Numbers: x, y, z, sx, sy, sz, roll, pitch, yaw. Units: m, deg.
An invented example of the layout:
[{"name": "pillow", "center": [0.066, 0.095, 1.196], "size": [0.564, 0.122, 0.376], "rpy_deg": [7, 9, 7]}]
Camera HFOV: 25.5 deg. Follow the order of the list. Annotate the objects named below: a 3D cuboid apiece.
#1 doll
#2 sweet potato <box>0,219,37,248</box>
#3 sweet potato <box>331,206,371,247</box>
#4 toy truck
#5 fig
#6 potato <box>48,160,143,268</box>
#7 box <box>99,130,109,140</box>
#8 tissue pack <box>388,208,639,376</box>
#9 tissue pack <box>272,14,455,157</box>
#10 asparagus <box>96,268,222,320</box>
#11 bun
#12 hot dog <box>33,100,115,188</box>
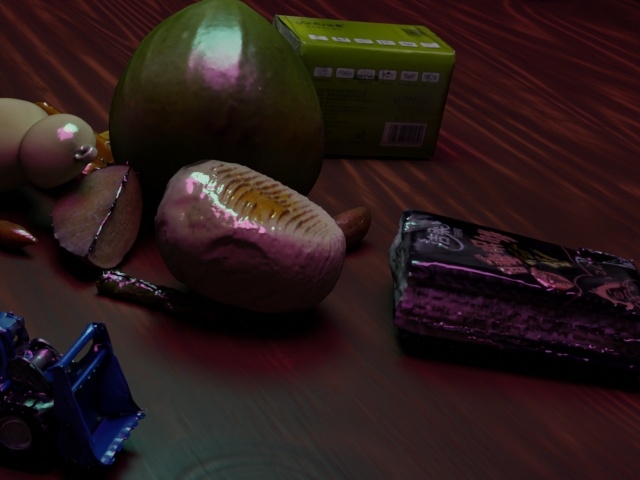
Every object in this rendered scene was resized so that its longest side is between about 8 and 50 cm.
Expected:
[{"name": "doll", "center": [-0.389, -0.118, 1.883], "size": [0.296, 0.117, 0.141], "rpy_deg": [15, 57, 41]}, {"name": "sweet potato", "center": [-0.396, -0.008, 1.782], "size": [0.095, 0.034, 0.034], "rpy_deg": [12, 20, 34]}, {"name": "sweet potato", "center": [0.000, 0.000, 1.905], "size": [0.050, 0.050, 0.214], "rpy_deg": [24, 32, 33]}, {"name": "toy truck", "center": [-0.276, 0.137, 1.346], "size": [0.208, 0.126, 0.113], "rpy_deg": [13, 22, 6]}, {"name": "fig", "center": [-0.136, -0.182, 1.909], "size": [0.316, 0.316, 0.316], "rpy_deg": [8, 22, -3]}, {"name": "potato", "center": [-0.285, -0.009, 1.798], "size": [0.101, 0.089, 0.172], "rpy_deg": [-7, 45, 21]}, {"name": "box", "center": [-0.311, -0.139, 2.153], "size": [0.089, 0.022, 0.156], "rpy_deg": [17, 23, 22]}, {"name": "tissue pack", "center": [0.247, 0.064, 1.752], "size": [0.332, 0.123, 0.245], "rpy_deg": [12, 16, -2]}, {"name": "tissue pack", "center": [0.055, -0.253, 2.342], "size": [0.275, 0.200, 0.167], "rpy_deg": [1, 25, -21]}, {"name": "asparagus", "center": [-0.190, 0.068, 1.680], "size": [0.165, 0.030, 0.036], "rpy_deg": [17, 14, 19]}, {"name": "bun", "center": [-0.093, 0.004, 1.704], "size": [0.244, 0.153, 0.244], "rpy_deg": [30, 19, -11]}, {"name": "hot dog", "center": [-0.374, -0.135, 2.034], "size": [0.115, 0.072, 0.269], "rpy_deg": [-29, 39, -27]}]
